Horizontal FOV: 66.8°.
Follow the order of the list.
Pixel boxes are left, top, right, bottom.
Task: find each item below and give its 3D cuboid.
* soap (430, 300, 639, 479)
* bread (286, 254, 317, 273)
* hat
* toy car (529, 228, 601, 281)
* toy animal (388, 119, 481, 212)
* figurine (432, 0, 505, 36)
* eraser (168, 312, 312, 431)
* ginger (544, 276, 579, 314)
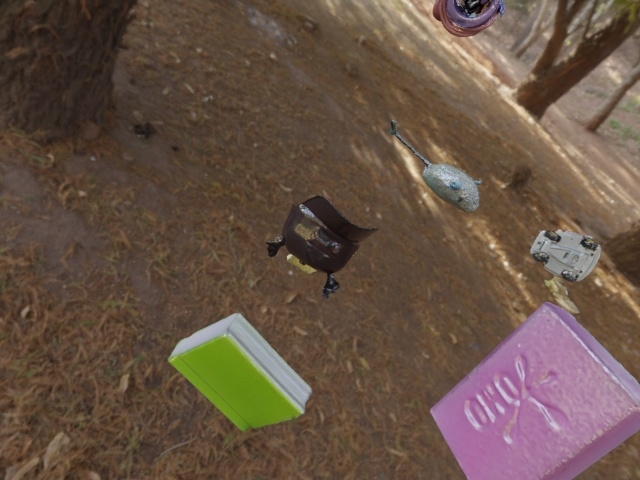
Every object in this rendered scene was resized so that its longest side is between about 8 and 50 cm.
[{"bbox_3d":[0.294,0.239,0.681,0.081,0.259,0.181,22,28,-36],"label":"soap"},{"bbox_3d":[0.008,0.042,2.069,0.178,0.266,0.141,48,36,-29],"label":"bread"},{"bbox_3d":[-0.005,0.019,1.288,0.238,0.208,0.336,31,-11,-13],"label":"hat"},{"bbox_3d":[0.576,0.018,1.155,0.139,0.112,0.112,25,26,11],"label":"toy car"},{"bbox_3d":[0.241,-0.155,1.031,0.070,0.079,0.253,-31,71,-36],"label":"toy animal"},{"bbox_3d":[0.277,-0.436,0.902,0.126,0.113,0.157,12,16,15],"label":"figurine"},{"bbox_3d":[-0.183,0.314,1.122,0.274,0.210,0.092,52,30,-20],"label":"eraser"},{"bbox_3d":[0.604,0.133,1.224,0.137,0.044,0.057,-82,149,-59],"label":"ginger"}]
